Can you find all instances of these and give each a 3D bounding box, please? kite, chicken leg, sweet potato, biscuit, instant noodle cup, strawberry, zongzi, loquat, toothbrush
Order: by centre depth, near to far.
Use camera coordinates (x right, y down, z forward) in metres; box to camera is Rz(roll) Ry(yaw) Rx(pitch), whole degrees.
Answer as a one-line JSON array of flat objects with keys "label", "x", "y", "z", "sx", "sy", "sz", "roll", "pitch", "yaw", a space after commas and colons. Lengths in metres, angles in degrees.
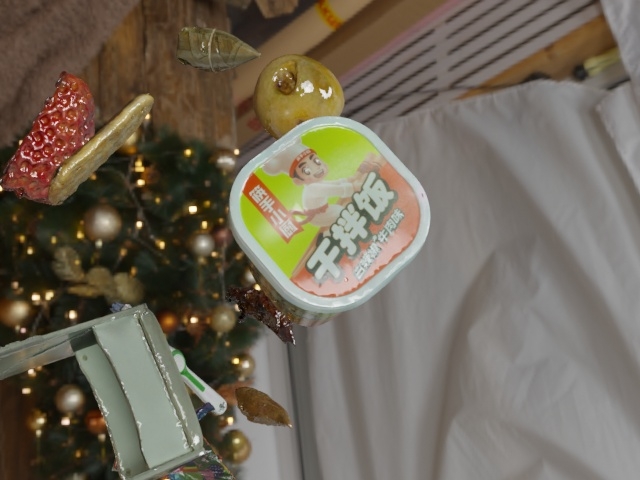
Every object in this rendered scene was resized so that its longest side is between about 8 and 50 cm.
[{"label": "instant noodle cup", "x": 0.000, "y": 0.000, "z": 1.320, "sx": 0.293, "sy": 0.294, "sz": 0.308, "roll": -4, "pitch": 163, "yaw": -8}, {"label": "biscuit", "x": -0.348, "y": -0.147, "z": 1.324, "sx": 0.029, "sy": 0.247, "sz": 0.118, "roll": 37, "pitch": 150, "yaw": 0}, {"label": "kite", "x": -0.281, "y": 0.366, "z": 1.528, "sx": 0.233, "sy": 0.321, "sz": 0.016, "roll": -26, "pitch": 157, "yaw": -40}, {"label": "toothbrush", "x": -0.265, "y": 0.231, "z": 1.544, "sx": 0.040, "sy": 0.042, "sz": 0.418, "roll": 13, "pitch": 152, "yaw": 33}, {"label": "zongzi", "x": -0.161, "y": -0.358, "z": 1.599, "sx": 0.178, "sy": 0.081, "sz": 0.189, "roll": 12, "pitch": -171, "yaw": 18}, {"label": "sweet potato", "x": -0.120, "y": 0.356, "z": 1.741, "sx": 0.205, "sy": 0.068, "sz": 0.060, "roll": 12, "pitch": 151, "yaw": 48}, {"label": "strawberry", "x": -0.551, "y": -0.203, "z": 1.772, "sx": 0.150, "sy": 0.280, "sz": 0.253, "roll": 31, "pitch": 179, "yaw": -14}, {"label": "loquat", "x": -0.056, "y": -0.319, "z": 1.892, "sx": 0.213, "sy": 0.213, "sz": 0.213, "roll": -6, "pitch": 159, "yaw": -2}, {"label": "chicken leg", "x": -0.144, "y": 0.177, "z": 2.057, "sx": 0.233, "sy": 0.105, "sz": 0.063, "roll": 22, "pitch": -147, "yaw": 31}]

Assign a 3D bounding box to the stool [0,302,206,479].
[{"label": "stool", "x": -0.347, "y": 0.261, "z": 1.219, "sx": 0.269, "sy": 0.244, "sz": 0.170, "roll": -16, "pitch": 165, "yaw": -34}]
